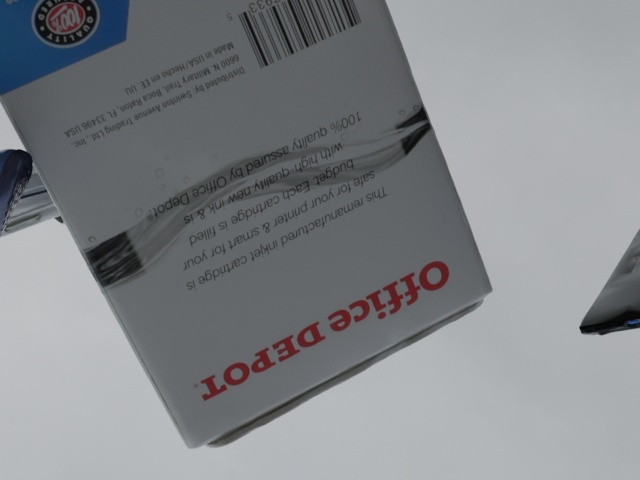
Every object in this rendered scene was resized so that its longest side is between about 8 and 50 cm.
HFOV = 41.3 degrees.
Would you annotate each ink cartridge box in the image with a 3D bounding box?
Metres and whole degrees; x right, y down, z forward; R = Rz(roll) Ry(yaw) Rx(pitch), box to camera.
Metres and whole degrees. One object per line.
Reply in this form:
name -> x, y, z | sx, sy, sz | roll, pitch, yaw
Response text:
ink cartridge box -> -0.071, -0.077, 0.699 | 0.285, 0.395, 0.166 | -26, -163, -9

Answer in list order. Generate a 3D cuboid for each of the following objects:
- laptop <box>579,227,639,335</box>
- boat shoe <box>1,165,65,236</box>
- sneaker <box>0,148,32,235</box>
laptop -> 0.310, -0.059, 0.578 | 0.264, 0.137, 0.234 | -16, -172, 34
boat shoe -> -0.316, -0.057, 1.029 | 0.226, 0.076, 0.083 | -18, -160, -34
sneaker -> -0.233, -0.031, 0.565 | 0.059, 0.144, 0.053 | 31, -118, -24
